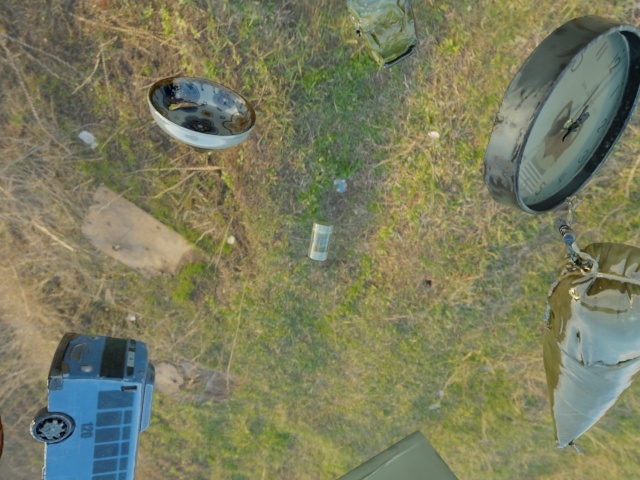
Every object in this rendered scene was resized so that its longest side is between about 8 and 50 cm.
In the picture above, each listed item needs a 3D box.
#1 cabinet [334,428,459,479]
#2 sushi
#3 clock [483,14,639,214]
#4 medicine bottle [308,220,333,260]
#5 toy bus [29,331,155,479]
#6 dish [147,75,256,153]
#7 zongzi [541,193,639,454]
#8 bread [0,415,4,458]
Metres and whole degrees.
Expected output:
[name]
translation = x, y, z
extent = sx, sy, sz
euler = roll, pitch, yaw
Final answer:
[cabinet]
translation = 0.069, 0.299, 0.310
extent = 0.150, 0.206, 0.144
euler = 2, 127, -46
[sushi]
translation = 0.091, -0.477, 0.792
extent = 0.139, 0.131, 0.291
euler = -32, 136, 5
[clock]
translation = 0.410, -0.193, 0.680
extent = 0.326, 0.067, 0.324
euler = -20, 131, -25
[medicine bottle]
translation = 0.000, 0.000, 0.931
extent = 0.047, 0.047, 0.083
euler = 9, 105, -5
[toy bus]
translation = -0.305, 0.250, 0.553
extent = 0.134, 0.116, 0.233
euler = 7, 106, -23
[dish]
translation = -0.167, -0.157, 0.565
extent = 0.141, 0.141, 0.078
euler = 17, 134, -12
[zongzi]
translation = 0.431, 0.179, 0.643
extent = 0.182, 0.417, 0.447
euler = 16, 179, 37
[bread]
translation = -0.435, 0.141, 0.341
extent = 0.296, 0.114, 0.327
euler = 11, 115, 8
